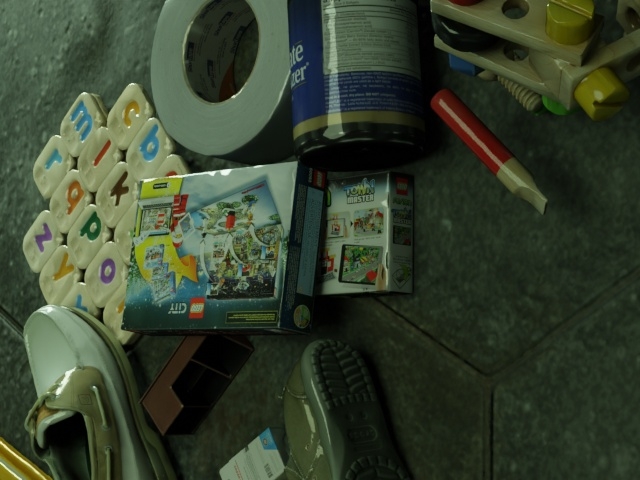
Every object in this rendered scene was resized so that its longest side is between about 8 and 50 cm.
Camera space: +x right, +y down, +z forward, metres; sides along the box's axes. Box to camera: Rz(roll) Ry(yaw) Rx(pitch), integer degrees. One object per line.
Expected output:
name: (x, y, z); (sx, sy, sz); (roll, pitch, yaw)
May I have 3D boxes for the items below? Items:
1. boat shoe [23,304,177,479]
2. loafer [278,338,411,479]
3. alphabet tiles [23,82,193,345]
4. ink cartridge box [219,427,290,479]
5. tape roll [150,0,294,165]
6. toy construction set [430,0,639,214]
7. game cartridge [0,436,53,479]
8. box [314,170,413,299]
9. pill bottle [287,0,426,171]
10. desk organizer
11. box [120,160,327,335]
boat shoe: (-0.257, 0.187, 1.621); (0.302, 0.103, 0.113); (54, 128, 32)
loafer: (0.023, 0.217, 1.382); (0.087, 0.094, 0.251); (-41, 53, 46)
alphabet tiles: (-0.240, -0.026, 1.704); (0.278, 0.021, 0.284); (-51, 53, 29)
ink cartridge box: (-0.059, 0.225, 1.489); (0.083, 0.028, 0.048); (-42, 57, 31)
tape roll: (-0.076, -0.188, 1.535); (0.219, 0.072, 0.219); (-8, 78, 44)
toy construction set: (0.229, -0.136, 1.158); (0.237, 0.257, 0.309); (50, 139, 22)
game cartridge: (-0.398, 0.407, 1.783); (0.285, 0.053, 0.323); (28, 106, 42)
box: (0.000, 0.000, 1.459); (0.207, 0.036, 0.114); (-5, 81, 43)
pill bottle: (0.031, -0.181, 1.395); (0.123, 0.123, 0.219); (-13, 75, 42)
desk organizer: (-0.127, 0.139, 1.556); (0.130, 0.047, 0.050); (-55, 54, 24)
box: (-0.098, 0.013, 1.487); (0.233, 0.044, 0.159); (-3, 77, 44)
